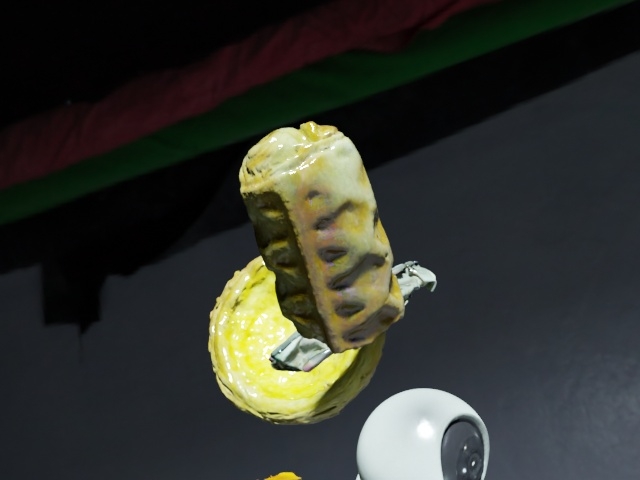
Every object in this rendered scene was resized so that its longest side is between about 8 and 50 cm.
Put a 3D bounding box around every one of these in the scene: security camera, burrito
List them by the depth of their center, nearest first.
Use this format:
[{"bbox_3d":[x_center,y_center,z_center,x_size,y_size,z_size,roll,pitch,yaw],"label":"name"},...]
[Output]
[{"bbox_3d":[0.138,0.311,1.350,0.194,0.195,0.236,-12,-48,-9],"label":"security camera"},{"bbox_3d":[0.052,0.115,1.488,0.309,0.066,0.096,-29,6,-30],"label":"burrito"}]

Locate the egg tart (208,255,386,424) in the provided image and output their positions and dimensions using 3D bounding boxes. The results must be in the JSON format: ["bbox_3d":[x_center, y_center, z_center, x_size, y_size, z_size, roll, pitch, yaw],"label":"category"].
[{"bbox_3d":[-0.032,0.168,1.710,0.345,0.345,0.132,-19,-29,15],"label":"egg tart"}]

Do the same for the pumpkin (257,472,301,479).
[{"bbox_3d":[-0.061,0.377,1.392,0.054,0.074,0.083,9,3,30],"label":"pumpkin"}]

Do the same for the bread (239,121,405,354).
[{"bbox_3d":[0.000,0.000,0.959,0.128,0.232,0.088,-17,19,5],"label":"bread"}]
